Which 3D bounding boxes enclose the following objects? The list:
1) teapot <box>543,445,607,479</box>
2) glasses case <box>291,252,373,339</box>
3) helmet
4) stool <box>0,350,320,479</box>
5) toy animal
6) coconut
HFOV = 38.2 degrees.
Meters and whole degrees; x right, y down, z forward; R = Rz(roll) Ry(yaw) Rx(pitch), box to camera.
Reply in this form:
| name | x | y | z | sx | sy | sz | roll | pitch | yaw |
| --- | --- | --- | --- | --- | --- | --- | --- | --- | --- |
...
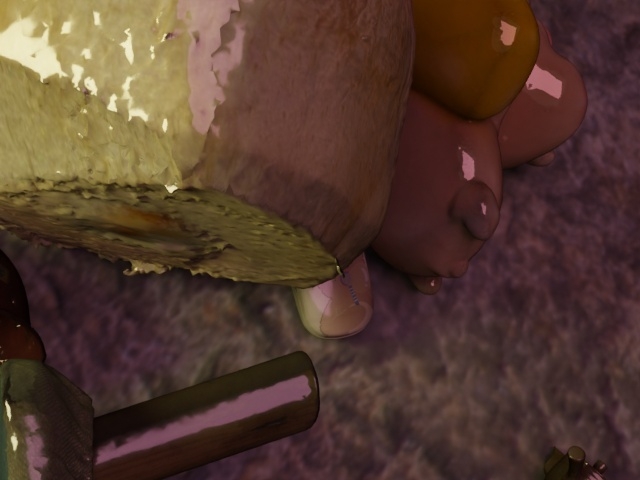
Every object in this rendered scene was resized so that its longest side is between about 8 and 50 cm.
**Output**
| name | x | y | z | sx | sy | sz | roll | pitch | yaw |
| --- | --- | --- | --- | --- | --- | --- | --- | --- | --- |
| teapot | 0.254 | 0.244 | 0.953 | 0.080 | 0.110 | 0.085 | -44 | 49 | -10 |
| glasses case | 0.000 | 0.000 | 0.947 | 0.081 | 0.051 | 0.204 | -12 | 80 | -20 |
| helmet | -0.312 | 0.046 | 0.790 | 0.175 | 0.155 | 0.106 | 26 | 46 | -28 |
| stool | -0.131 | 0.238 | 0.703 | 0.226 | 0.310 | 0.310 | -4 | 80 | -21 |
| toy animal | 0.167 | -0.141 | 0.940 | 0.247 | 0.278 | 0.344 | -4 | 74 | -34 |
| coconut | -0.107 | -0.166 | 0.778 | 0.405 | 0.404 | 0.404 | 5 | 75 | -18 |
